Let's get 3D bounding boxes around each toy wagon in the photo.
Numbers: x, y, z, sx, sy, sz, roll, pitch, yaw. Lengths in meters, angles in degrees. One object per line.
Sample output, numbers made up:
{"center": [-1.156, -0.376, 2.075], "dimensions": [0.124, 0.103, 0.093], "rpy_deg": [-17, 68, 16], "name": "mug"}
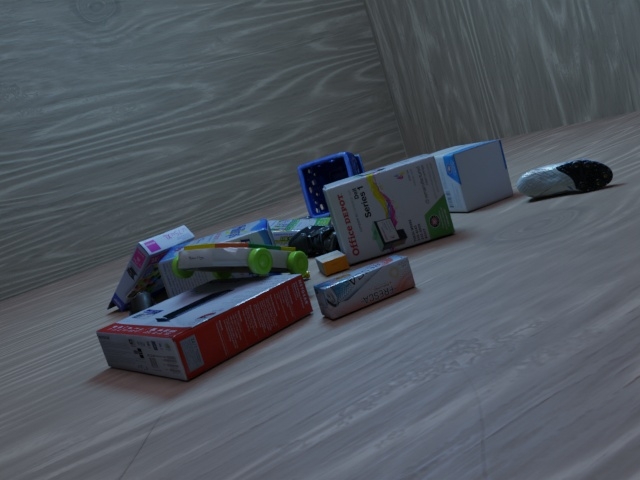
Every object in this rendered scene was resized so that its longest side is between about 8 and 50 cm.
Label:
{"center": [-0.156, 0.052, 1.480], "dimensions": [0.267, 0.068, 0.344], "rpy_deg": [-5, -6, 38], "name": "toy wagon"}

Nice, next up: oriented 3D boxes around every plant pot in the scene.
{"center": [0.072, -0.230, 2.669], "dimensions": [0.236, 0.236, 0.212], "rpy_deg": [-13, 4, 27], "name": "plant pot"}

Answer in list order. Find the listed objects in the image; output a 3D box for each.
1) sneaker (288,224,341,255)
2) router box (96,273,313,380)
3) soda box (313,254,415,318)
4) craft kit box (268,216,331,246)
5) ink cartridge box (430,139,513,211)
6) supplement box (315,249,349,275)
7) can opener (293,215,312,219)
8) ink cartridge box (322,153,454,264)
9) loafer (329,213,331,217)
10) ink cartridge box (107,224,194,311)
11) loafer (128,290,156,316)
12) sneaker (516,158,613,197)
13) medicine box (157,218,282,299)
{"center": [0.000, 0.000, 1.826], "dimensions": [0.227, 0.087, 0.130], "rpy_deg": [-8, 5, 20], "name": "sneaker"}
{"center": [-0.235, 0.162, 1.290], "dimensions": [0.301, 0.082, 0.335], "rpy_deg": [-25, 11, -40], "name": "router box"}
{"center": [0.084, 0.085, 1.218], "dimensions": [0.183, 0.063, 0.058], "rpy_deg": [-20, 9, -19], "name": "soda box"}
{"center": [-0.094, -0.028, 2.121], "dimensions": [0.246, 0.061, 0.250], "rpy_deg": [-5, 10, 7], "name": "craft kit box"}
{"center": [0.416, -0.188, 1.916], "dimensions": [0.168, 0.171, 0.232], "rpy_deg": [-20, 10, -19], "name": "ink cartridge box"}
{"center": [0.029, 0.055, 1.594], "dimensions": [0.062, 0.036, 0.098], "rpy_deg": [-19, 9, -8], "name": "supplement box"}
{"center": [-0.113, -0.045, 2.409], "dimensions": [0.186, 0.059, 0.073], "rpy_deg": [-15, 10, 12], "name": "can opener"}
{"center": [0.166, -0.078, 1.614], "dimensions": [0.278, 0.201, 0.117], "rpy_deg": [-17, 9, 0], "name": "ink cartridge box"}
{"center": [0.117, -0.104, 2.380], "dimensions": [0.170, 0.062, 0.061], "rpy_deg": [-11, -12, 18], "name": "loafer"}
{"center": [-0.509, 0.099, 1.937], "dimensions": [0.186, 0.065, 0.311], "rpy_deg": [-28, -19, -52], "name": "ink cartridge box"}
{"center": [-0.454, 0.175, 1.640], "dimensions": [0.080, 0.078, 0.220], "rpy_deg": [-20, 9, -18], "name": "loafer"}
{"center": [0.622, -0.159, 1.649], "dimensions": [0.237, 0.085, 0.086], "rpy_deg": [-5, 7, 40], "name": "sneaker"}
{"center": [-0.258, 0.062, 1.736], "dimensions": [0.289, 0.149, 0.263], "rpy_deg": [-18, 9, -3], "name": "medicine box"}
